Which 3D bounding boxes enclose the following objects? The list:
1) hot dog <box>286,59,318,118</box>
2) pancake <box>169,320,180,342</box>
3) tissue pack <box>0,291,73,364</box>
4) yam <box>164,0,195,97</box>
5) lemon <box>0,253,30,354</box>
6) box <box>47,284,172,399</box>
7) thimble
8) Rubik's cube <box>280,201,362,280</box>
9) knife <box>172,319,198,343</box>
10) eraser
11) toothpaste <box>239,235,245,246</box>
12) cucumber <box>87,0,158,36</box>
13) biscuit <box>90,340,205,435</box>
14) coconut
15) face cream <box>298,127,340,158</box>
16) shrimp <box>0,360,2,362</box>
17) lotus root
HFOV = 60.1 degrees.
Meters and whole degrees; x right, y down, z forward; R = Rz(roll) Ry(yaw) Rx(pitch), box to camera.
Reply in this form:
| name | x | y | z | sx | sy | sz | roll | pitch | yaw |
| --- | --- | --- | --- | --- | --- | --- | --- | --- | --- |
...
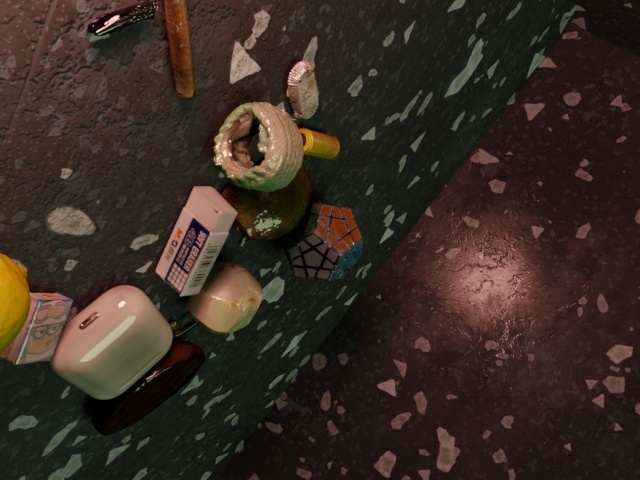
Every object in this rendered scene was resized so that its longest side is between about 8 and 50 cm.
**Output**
| name | x | y | z | sx | sy | sz | roll | pitch | yaw |
| --- | --- | --- | --- | --- | --- | --- | --- | --- | --- |
| hot dog | -0.048 | -0.412 | 1.517 | 0.099 | 0.053 | 0.192 | -46 | 155 | -14 |
| pancake | -0.545 | 0.342 | 1.775 | 0.235 | 0.029 | 0.212 | -18 | 142 | -52 |
| tissue pack | -0.640 | 0.195 | 1.247 | 0.115 | 0.065 | 0.155 | 25 | 84 | -76 |
| yam | -0.278 | -0.396 | 1.094 | 0.046 | 0.046 | 0.264 | -38 | 157 | -29 |
| lemon | -0.647 | 0.122 | 0.951 | 0.288 | 0.233 | 0.233 | -29 | 151 | -28 |
| box | -0.558 | 0.282 | 1.501 | 0.289 | 0.141 | 0.349 | -44 | 157 | -20 |
| thimble | -0.153 | -0.234 | 1.384 | 0.219 | 0.219 | 0.150 | -56 | 158 | 13 |
| Rubik's cube | 0.000 | 0.000 | 1.979 | 0.319 | 0.264 | 0.319 | -42 | 156 | -23 |
| knife | -0.495 | 0.336 | 1.802 | 0.245 | 0.019 | 0.072 | -34 | 159 | -25 |
| eraser | -0.338 | 0.004 | 1.507 | 0.086 | 0.130 | 0.287 | -7 | 133 | -56 |
| toothpaste | -0.244 | -0.019 | 1.811 | 0.083 | 0.015 | 0.024 | -62 | 164 | 13 |
| cucumber | -0.347 | -0.394 | 0.977 | 0.135 | 0.033 | 0.034 | -36 | 151 | -35 |
| biscuit | -0.565 | 0.476 | 1.817 | 0.407 | 0.091 | 0.407 | -39 | 167 | -11 |
| coconut | -0.299 | 0.172 | 1.748 | 0.241 | 0.241 | 0.241 | -42 | 157 | -22 |
| face cream | -0.033 | -0.298 | 1.689 | 0.078 | 0.078 | 0.273 | -58 | 158 | 18 |
| shrimp | -0.718 | 0.242 | 1.251 | 0.150 | 0.051 | 0.217 | -28 | 146 | -58 |
| lotus root | -0.139 | -0.135 | 1.633 | 0.314 | 0.210 | 0.142 | -48 | 174 | -47 |
